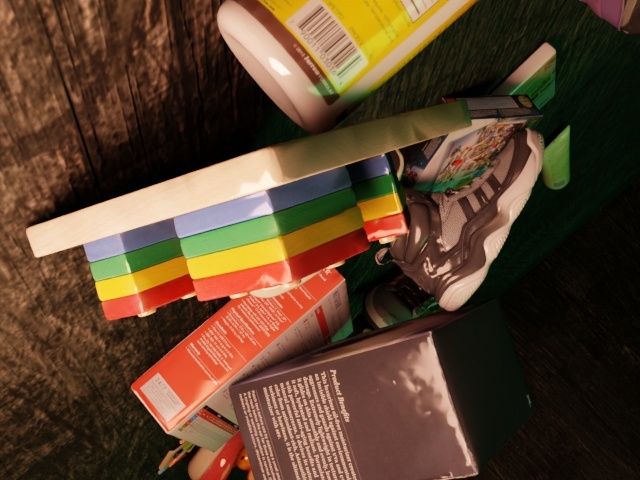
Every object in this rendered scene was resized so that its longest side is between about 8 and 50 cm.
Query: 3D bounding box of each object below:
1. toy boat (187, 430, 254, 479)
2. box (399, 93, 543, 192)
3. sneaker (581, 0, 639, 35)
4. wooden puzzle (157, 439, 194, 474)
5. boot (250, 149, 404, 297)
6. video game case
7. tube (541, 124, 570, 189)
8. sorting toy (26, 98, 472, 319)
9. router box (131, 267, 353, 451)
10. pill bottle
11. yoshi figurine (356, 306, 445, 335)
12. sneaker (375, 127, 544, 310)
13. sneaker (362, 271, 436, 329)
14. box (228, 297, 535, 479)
[{"bbox_3d":[-0.142,0.422,1.710,0.231,0.151,0.151,-21,153,-53],"label":"toy boat"},{"bbox_3d":[0.183,-0.104,1.239,0.159,0.044,0.233,-9,147,-35],"label":"box"},{"bbox_3d":[0.426,-0.371,1.057,0.107,0.124,0.283,-33,161,-33],"label":"sneaker"},{"bbox_3d":[-0.251,0.380,1.592,0.078,0.014,0.116,-29,160,-40],"label":"wooden puzzle"},{"bbox_3d":[0.000,0.000,1.080,0.244,0.088,0.176,-41,166,-18],"label":"boot"},{"bbox_3d":[0.269,-0.183,1.354,0.227,0.026,0.206,-43,164,5],"label":"video game case"},{"bbox_3d":[0.502,-0.174,1.899,0.240,0.062,0.070,39,54,-69],"label":"tube"},{"bbox_3d":[-0.041,-0.019,0.688,0.257,0.089,0.255,-14,-175,38],"label":"sorting toy"},{"bbox_3d":[-0.093,0.167,1.289,0.301,0.082,0.335,-40,164,-9],"label":"router box"},{"bbox_3d":[0.040,-0.184,0.627,0.215,0.117,0.117,-42,164,-3],"label":"pill bottle"},{"bbox_3d":[0.197,0.211,1.970,0.203,0.203,0.362,-61,168,-4],"label":"yoshi figurine"},{"bbox_3d":[0.179,-0.054,1.156,0.269,0.153,0.101,-60,178,-9],"label":"sneaker"},{"bbox_3d":[0.203,0.083,1.698,0.178,0.124,0.295,-45,173,25],"label":"sneaker"},{"bbox_3d":[0.092,0.210,1.177,0.294,0.183,0.296,-18,176,26],"label":"box"}]
